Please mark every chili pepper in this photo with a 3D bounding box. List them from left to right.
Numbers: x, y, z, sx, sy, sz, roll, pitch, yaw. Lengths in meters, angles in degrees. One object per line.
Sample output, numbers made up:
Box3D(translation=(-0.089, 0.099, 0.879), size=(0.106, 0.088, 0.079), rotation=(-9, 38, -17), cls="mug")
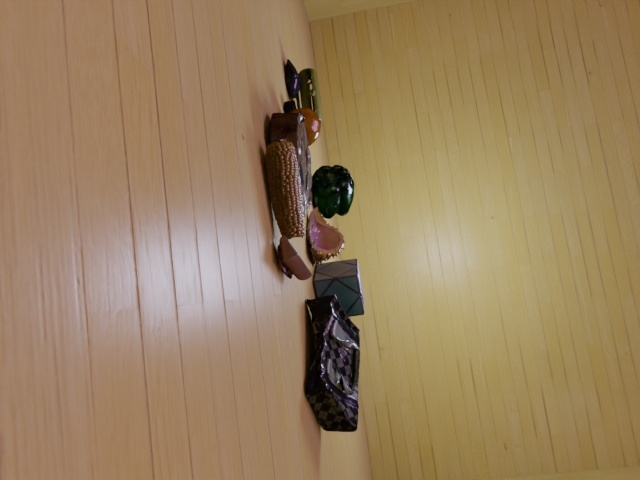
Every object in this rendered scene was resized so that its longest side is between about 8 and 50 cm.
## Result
Box3D(translation=(0.067, -0.255, 2.427), size=(0.257, 0.233, 0.249), rotation=(83, 7, -50), cls="chili pepper")

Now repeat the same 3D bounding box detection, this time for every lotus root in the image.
Box3D(translation=(-0.094, -0.265, 1.586), size=(0.390, 0.111, 0.375), rotation=(28, 56, -85), cls="lotus root")

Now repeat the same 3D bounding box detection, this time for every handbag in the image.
Box3D(translation=(0.041, 0.439, 1.652), size=(0.317, 0.180, 0.416), rotation=(63, 23, -44), cls="handbag")

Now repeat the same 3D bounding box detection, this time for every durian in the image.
Box3D(translation=(0.000, 0.015, 2.086), size=(0.305, 0.185, 0.196), rotation=(-103, -158, -47), cls="durian")

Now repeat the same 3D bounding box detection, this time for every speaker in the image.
Box3D(translation=(-0.111, -0.482, 1.943), size=(0.082, 0.044, 0.218), rotation=(-88, 168, -56), cls="speaker")

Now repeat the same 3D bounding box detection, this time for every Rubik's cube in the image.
Box3D(translation=(0.087, 0.219, 2.065), size=(0.207, 0.205, 0.205), rotation=(-75, 155, -71), cls="Rubik's cube")

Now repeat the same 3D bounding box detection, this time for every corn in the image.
Box3D(translation=(-0.108, -0.156, 1.346), size=(0.101, 0.101, 0.310), rotation=(-48, 132, -81), cls="corn")

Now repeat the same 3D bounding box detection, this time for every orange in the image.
Box3D(translation=(-0.076, -0.446, 1.771), size=(0.136, 0.159, 0.159), rotation=(19, 53, -34), cls="orange")

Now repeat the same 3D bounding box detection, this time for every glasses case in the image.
Box3D(translation=(-0.099, 0.056, 1.364), size=(0.102, 0.070, 0.193), rotation=(54, -4, 25), cls="glasses case")

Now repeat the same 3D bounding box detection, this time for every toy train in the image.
Box3D(translation=(-0.068, -0.661, 2.154), size=(0.189, 0.126, 0.308), rotation=(80, 4, -82), cls="toy train")

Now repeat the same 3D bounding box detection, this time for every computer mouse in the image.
Box3D(translation=(-0.125, -0.744, 2.079), size=(0.106, 0.062, 0.192), rotation=(60, 24, -73), cls="computer mouse")
